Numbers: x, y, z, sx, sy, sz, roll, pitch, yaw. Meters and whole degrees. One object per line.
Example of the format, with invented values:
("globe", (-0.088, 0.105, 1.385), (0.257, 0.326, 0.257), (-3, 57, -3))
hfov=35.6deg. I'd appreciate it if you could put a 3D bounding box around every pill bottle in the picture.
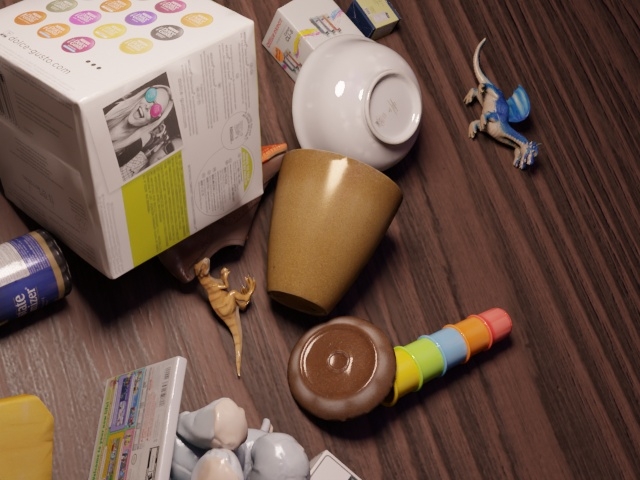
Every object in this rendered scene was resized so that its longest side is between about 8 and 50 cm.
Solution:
("pill bottle", (-0.526, 0.075, 1.609), (0.219, 0.123, 0.123), (-26, 77, -29))

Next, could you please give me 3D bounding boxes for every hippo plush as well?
("hippo plush", (-0.155, 0.379, 1.575), (0.236, 0.294, 0.234), (26, 69, -38))

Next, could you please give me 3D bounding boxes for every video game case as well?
("video game case", (-0.289, 0.300, 1.556), (0.023, 0.193, 0.212), (29, 54, -38))

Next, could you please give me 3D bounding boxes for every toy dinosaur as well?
("toy dinosaur", (-0.162, 0.120, 1.771), (0.112, 0.064, 0.211), (-33, 104, -32))

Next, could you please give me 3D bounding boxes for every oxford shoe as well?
("oxford shoe", (-0.173, -0.060, 1.840), (0.364, 0.130, 0.132), (-42, 113, -35))

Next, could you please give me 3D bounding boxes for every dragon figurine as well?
("dragon figurine", (0.399, -0.290, 2.179), (0.144, 0.085, 0.289), (5, 68, -22))

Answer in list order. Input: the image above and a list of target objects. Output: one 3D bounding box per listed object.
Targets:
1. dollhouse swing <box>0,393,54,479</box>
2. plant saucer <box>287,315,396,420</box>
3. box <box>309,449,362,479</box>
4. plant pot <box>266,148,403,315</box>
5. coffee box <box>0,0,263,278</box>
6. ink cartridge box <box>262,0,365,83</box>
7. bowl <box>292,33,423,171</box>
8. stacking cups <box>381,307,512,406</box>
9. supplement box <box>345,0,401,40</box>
("dollhouse swing", (-0.592, 0.366, 1.396), (0.315, 0.305, 0.346), (3, 93, 14))
("plant saucer", (0.034, 0.218, 1.754), (0.199, 0.036, 0.198), (-5, 62, 10))
("box", (0.058, 0.508, 1.645), (0.290, 0.087, 0.169), (41, 57, 2))
("plant pot", (0.000, 0.000, 1.818), (0.237, 0.237, 0.254), (23, 74, -10))
("coffee box", (-0.326, -0.208, 1.633), (0.334, 0.338, 0.338), (-33, 49, -32))
("ink cartridge box", (-0.009, -0.403, 2.050), (0.127, 0.128, 0.176), (-35, 81, -30))
("bowl", (0.101, -0.258, 1.938), (0.298, 0.134, 0.298), (-4, 96, -37))
("stacking cups", (0.233, 0.206, 1.860), (0.316, 0.096, 0.096), (-21, 74, -29))
("supplement box", (0.115, -0.490, 2.184), (0.083, 0.056, 0.083), (-27, 77, -30))
